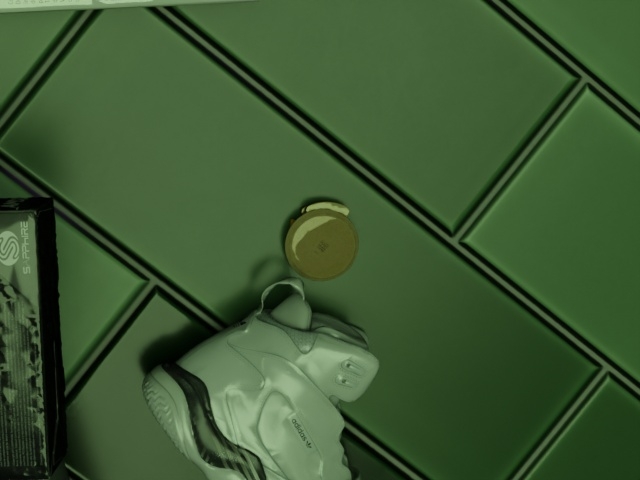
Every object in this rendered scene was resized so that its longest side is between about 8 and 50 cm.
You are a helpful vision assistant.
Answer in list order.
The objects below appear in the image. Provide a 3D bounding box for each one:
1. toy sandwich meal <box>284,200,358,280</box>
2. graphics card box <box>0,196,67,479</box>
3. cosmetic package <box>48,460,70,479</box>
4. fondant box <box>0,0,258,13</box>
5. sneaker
[{"bbox_3d":[0.000,0.000,1.844,0.086,0.029,0.085,-2,105,-9],"label":"toy sandwich meal"},{"bbox_3d":[-0.404,0.084,1.491,0.371,0.094,0.232,-2,97,3],"label":"graphics card box"},{"bbox_3d":[-0.285,0.266,1.719,0.097,0.284,0.377,-17,101,-4],"label":"cosmetic package"},{"bbox_3d":[-0.228,-0.343,1.719,0.330,0.096,0.238,-4,100,-8],"label":"fondant box"},{"bbox_3d":[0.008,0.214,1.824,0.210,0.137,0.366,-42,99,3],"label":"sneaker"}]
